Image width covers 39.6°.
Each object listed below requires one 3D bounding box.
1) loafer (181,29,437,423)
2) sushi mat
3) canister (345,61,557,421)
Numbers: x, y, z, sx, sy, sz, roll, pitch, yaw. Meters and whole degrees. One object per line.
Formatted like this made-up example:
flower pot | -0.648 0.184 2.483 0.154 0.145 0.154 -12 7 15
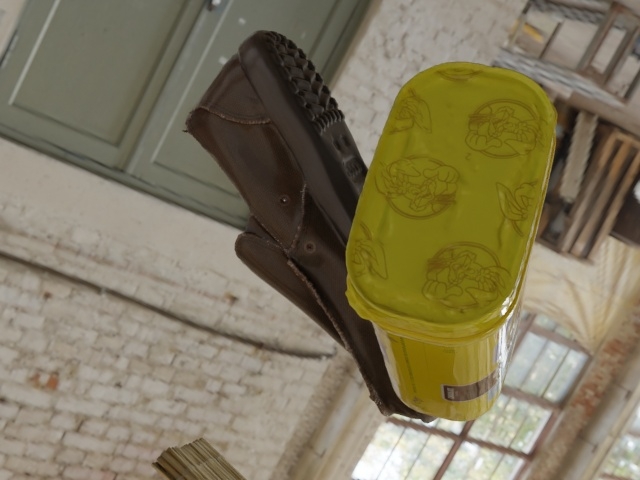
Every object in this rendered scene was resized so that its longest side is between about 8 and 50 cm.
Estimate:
loafer | 0.000 0.000 0.790 0.365 0.130 0.134 63 -157 4
sushi mat | 0.002 0.272 0.713 0.316 0.019 0.151 40 176 8
canister | 0.068 0.012 0.444 0.073 0.126 0.170 12 158 15
